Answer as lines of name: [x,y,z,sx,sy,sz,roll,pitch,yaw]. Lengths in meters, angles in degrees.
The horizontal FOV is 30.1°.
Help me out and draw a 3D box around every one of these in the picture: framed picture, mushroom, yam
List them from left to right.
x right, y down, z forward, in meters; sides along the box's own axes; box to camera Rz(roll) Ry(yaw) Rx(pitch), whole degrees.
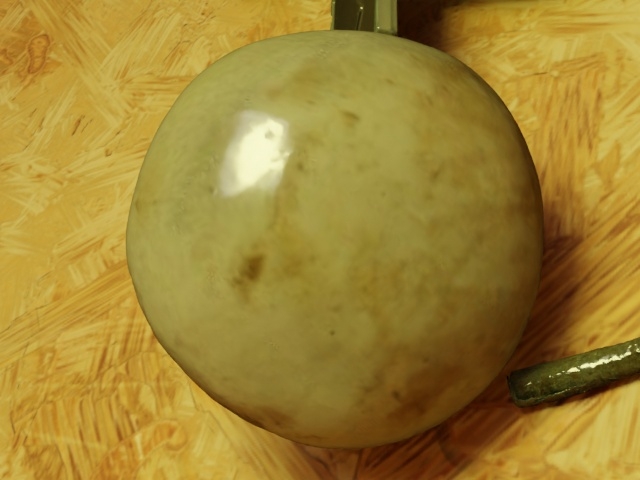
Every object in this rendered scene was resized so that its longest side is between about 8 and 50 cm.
mushroom: [0.000,0.000,0.859,0.297,0.297,0.290,-54,16,-15]
framed picture: [0.033,-0.201,1.065,0.020,0.211,0.289,9,49,-8]
yam: [0.191,0.086,0.804,0.129,0.027,0.033,-20,6,24]
